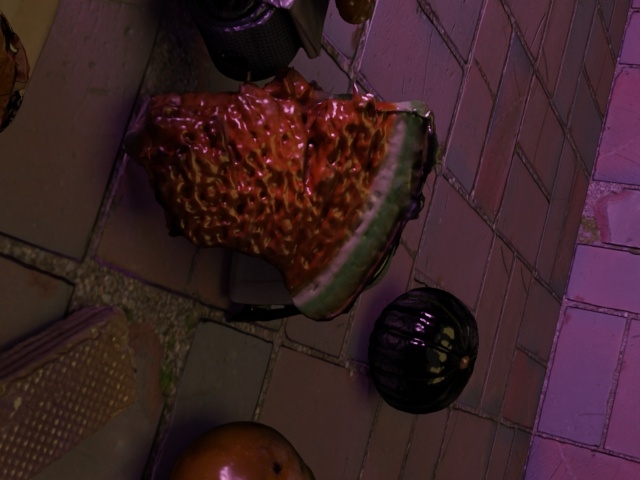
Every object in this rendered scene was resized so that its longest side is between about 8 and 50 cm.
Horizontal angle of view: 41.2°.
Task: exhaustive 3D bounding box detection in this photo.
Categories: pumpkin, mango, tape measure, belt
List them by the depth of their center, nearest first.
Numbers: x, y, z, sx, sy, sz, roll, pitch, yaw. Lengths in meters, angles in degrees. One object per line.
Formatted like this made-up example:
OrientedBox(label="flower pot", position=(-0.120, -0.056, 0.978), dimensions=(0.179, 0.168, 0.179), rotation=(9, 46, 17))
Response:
OrientedBox(label="belt", position=(-0.059, -0.286, 0.857), dimensions=(0.126, 0.140, 0.230), rotation=(69, 32, -67))
OrientedBox(label="tape measure", position=(0.000, 0.000, 1.022), dimensions=(0.115, 0.207, 0.235), rotation=(0, 97, -65))
OrientedBox(label="mango", position=(-0.086, 0.322, 1.030), dimensions=(0.176, 0.176, 0.329), rotation=(-46, 161, -12))
OrientedBox(label="pumpkin", position=(0.175, 0.187, 1.437), dimensions=(0.221, 0.162, 0.220), rotation=(-21, 116, -51))

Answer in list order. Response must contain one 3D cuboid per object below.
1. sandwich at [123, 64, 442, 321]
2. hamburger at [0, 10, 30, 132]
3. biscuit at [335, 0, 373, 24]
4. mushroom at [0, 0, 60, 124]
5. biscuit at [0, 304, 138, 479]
OrientedBox(label="sandwich", position=(-0.052, -0.069, 0.882), dimensions=(0.301, 0.162, 0.250), rotation=(17, 104, -18))
OrientedBox(label="hamburger", position=(-0.283, -0.090, 0.470), dimensions=(0.106, 0.231, 0.231), rotation=(-83, 162, -47))
OrientedBox(label="biscuit", position=(0.026, -0.368, 0.848), dimensions=(0.305, 0.038, 0.305), rotation=(-4, 90, -80))
OrientedBox(label="mushroom", position=(-0.202, -0.239, 0.557), dimensions=(0.314, 0.314, 0.336), rotation=(-14, 137, -59))
OrientedBox(label="biscuit", position=(-0.259, 0.145, 0.751), dimensions=(0.239, 0.062, 0.108), rotation=(-34, 126, -54))
